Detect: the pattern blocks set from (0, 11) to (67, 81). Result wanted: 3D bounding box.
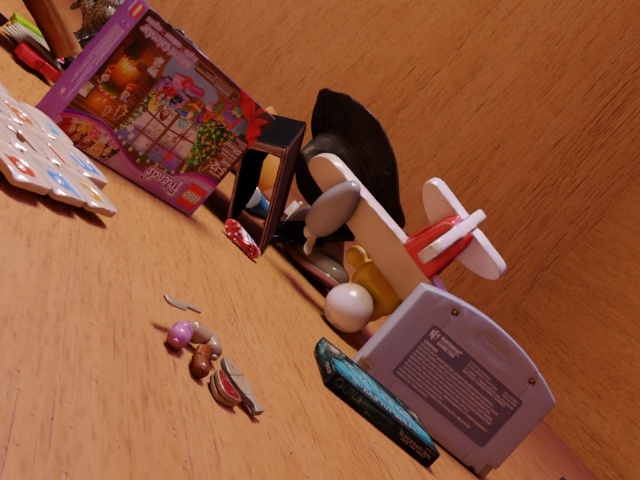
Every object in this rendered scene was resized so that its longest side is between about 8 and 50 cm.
[{"bbox_3d":[-0.449,-0.301,1.399,0.285,0.026,0.325,45,6,30],"label":"pattern blocks set"}]

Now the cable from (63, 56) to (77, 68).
[{"bbox_3d":[-0.347,-0.252,1.356,0.184,0.047,0.150,44,5,10],"label":"cable"}]

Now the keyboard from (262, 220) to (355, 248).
[{"bbox_3d":[-0.017,-0.024,1.663,0.192,0.038,0.100,-2,35,-14],"label":"keyboard"}]

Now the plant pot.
[{"bbox_3d":[-0.170,-0.240,2.244,0.188,0.205,0.205,58,3,-7],"label":"plant pot"}]

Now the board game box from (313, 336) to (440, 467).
[{"bbox_3d":[0.072,0.212,1.078,0.186,0.026,0.126,41,5,-15],"label":"board game box"}]

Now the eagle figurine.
[{"bbox_3d":[-0.408,-0.427,1.606,0.298,0.226,0.225,54,-14,33],"label":"eagle figurine"}]

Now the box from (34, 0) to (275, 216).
[{"bbox_3d":[-0.217,-0.175,1.124,0.057,0.201,0.293,45,6,37],"label":"box"}]

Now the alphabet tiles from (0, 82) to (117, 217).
[{"bbox_3d":[-0.333,-0.124,0.820,0.278,0.021,0.284,44,5,19],"label":"alphabet tiles"}]

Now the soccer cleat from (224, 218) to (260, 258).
[{"bbox_3d":[-0.129,-0.001,1.347,0.083,0.029,0.035,47,-3,13],"label":"soccer cleat"}]

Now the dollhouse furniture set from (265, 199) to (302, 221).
[{"bbox_3d":[-0.104,-0.096,2.040,0.091,0.081,0.114,37,7,-48],"label":"dollhouse furniture set"}]

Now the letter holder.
[{"bbox_3d":[-0.137,-0.119,1.546,0.152,0.214,0.302,14,18,1],"label":"letter holder"}]

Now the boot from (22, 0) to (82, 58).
[{"bbox_3d":[-0.469,-0.436,1.290,0.264,0.096,0.280,29,-33,54],"label":"boot"}]

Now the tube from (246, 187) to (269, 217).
[{"bbox_3d":[-0.146,-0.085,1.864,0.080,0.052,0.207,54,1,8],"label":"tube"}]

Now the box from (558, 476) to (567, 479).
[{"bbox_3d":[0.389,0.437,1.301,0.052,0.083,0.062,40,6,-16],"label":"box"}]

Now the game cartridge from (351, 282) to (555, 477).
[{"bbox_3d":[0.211,0.207,1.235,0.294,0.196,0.060,42,6,-15],"label":"game cartridge"}]

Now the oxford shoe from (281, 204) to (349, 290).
[{"bbox_3d":[0.000,0.000,1.736,0.123,0.130,0.348,43,5,-30],"label":"oxford shoe"}]

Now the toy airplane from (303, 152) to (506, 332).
[{"bbox_3d":[0.131,0.064,1.396,0.386,0.272,0.384,35,-29,46],"label":"toy airplane"}]

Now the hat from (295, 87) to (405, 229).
[{"bbox_3d":[0.026,-0.130,1.611,0.331,0.134,0.331,50,-22,29],"label":"hat"}]

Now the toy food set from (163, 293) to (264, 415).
[{"bbox_3d":[-0.101,0.104,0.707,0.122,0.019,0.078,54,10,29],"label":"toy food set"}]
